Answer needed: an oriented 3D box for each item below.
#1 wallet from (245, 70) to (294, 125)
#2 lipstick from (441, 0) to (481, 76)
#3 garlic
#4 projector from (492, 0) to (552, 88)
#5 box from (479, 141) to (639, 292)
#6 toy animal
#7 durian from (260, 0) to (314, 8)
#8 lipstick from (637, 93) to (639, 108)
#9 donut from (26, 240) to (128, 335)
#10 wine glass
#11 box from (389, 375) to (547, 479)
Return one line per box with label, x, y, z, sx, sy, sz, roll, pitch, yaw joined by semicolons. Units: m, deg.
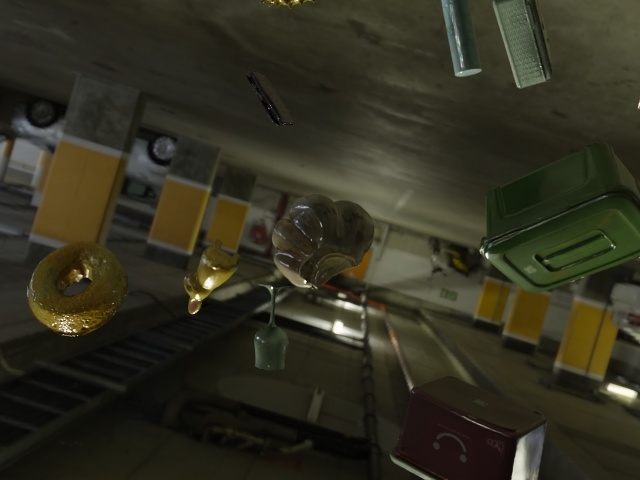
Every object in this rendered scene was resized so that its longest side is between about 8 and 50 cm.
wallet;-0.130;-0.380;2.046;0.166;0.030;0.111;59;-158;3
lipstick;0.240;-0.363;1.307;0.048;0.158;0.048;-10;178;0
garlic;0.000;0.000;1.854;0.210;0.238;0.292;21;-158;-27
projector;0.500;-0.535;1.879;0.099;0.192;0.257;-13;129;21
box;0.512;-0.046;1.592;0.328;0.178;0.252;-26;138;31
toy animal;-0.223;0.080;1.457;0.070;0.159;0.083;37;-151;-4
durian;-0.071;-0.634;1.738;0.306;0.167;0.172;1;135;18
lipstick;0.786;-0.312;1.694;0.145;0.045;0.045;11;151;19
donut;-0.426;0.074;1.339;0.162;0.178;0.065;26;148;7
wine glass;-0.110;0.195;1.740;0.079;0.196;0.079;4;-178;0
box;0.305;0.400;1.539;0.293;0.168;0.193;18;-167;39
